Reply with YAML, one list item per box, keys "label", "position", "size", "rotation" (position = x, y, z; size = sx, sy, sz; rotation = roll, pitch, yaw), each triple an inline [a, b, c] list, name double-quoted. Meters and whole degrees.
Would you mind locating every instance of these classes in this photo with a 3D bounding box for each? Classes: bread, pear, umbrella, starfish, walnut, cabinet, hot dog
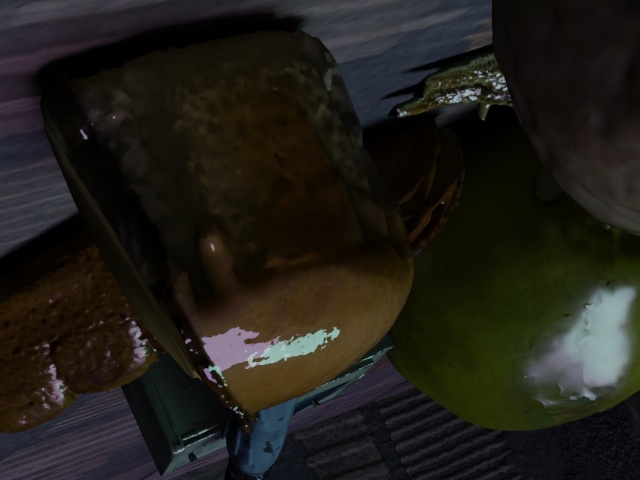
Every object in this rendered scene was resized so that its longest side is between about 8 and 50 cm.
- label: "bread"
  position: [-0.175, 0.054, 1.368]
  size: [0.344, 0.124, 0.084]
  rotation: [-29, -159, 23]
- label: "pear"
  position: [0.178, 0.033, 1.644]
  size: [0.269, 0.269, 0.321]
  rotation: [-19, 170, -32]
- label: "umbrella"
  position: [-0.050, 0.138, 1.524]
  size: [0.250, 0.053, 0.052]
  rotation: [108, 3, -59]
- label: "starfish"
  position: [0.149, -0.125, 1.388]
  size: [0.223, 0.050, 0.217]
  rotation: [-25, 165, -28]
- label: "walnut"
  position: [0.210, -0.115, 1.009]
  size: [0.248, 0.248, 0.248]
  rotation: [-24, 171, -4]
- label: "cabinet"
  position: [-0.066, 0.089, 1.679]
  size: [0.206, 0.150, 0.145]
  rotation: [-23, 170, -14]
- label: "hot dog"
  position: [-0.001, 0.003, 1.473]
  size: [0.259, 0.114, 0.175]
  rotation: [-22, 170, -14]
- label: "bread"
  position: [-0.038, -0.003, 1.079]
  size: [0.162, 0.204, 0.262]
  rotation: [-22, 174, 4]
